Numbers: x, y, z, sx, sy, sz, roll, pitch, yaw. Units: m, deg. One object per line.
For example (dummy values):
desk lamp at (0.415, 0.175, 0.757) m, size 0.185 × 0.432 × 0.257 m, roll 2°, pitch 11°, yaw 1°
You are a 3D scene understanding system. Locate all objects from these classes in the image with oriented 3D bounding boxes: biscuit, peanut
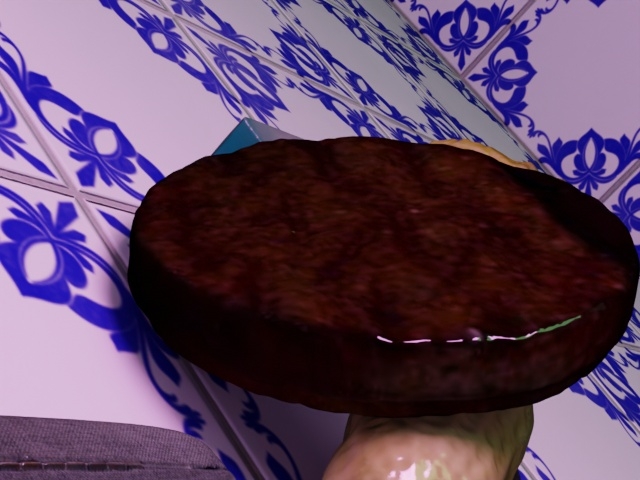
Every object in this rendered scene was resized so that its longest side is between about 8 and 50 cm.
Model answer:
biscuit at (0.048, 0.021, 1.032) m, size 0.407 × 0.091 × 0.407 m, roll 3°, pitch 23°, yaw -2°
peanut at (0.076, 0.172, 0.967) m, size 0.147 × 0.147 × 0.319 m, roll 42°, pitch 29°, yaw -1°

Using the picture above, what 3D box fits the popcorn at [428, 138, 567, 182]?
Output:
popcorn at (0.180, -0.001, 1.508) m, size 0.332 × 0.225 × 0.265 m, roll -7°, pitch 56°, yaw -53°

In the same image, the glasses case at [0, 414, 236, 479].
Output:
glasses case at (-0.161, 0.136, 0.532) m, size 0.074 × 0.131 × 0.323 m, roll 49°, pitch 18°, yaw 29°

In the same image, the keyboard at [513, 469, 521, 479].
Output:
keyboard at (0.180, 0.238, 1.261) m, size 0.053 × 0.010 × 0.155 m, roll 37°, pitch 18°, yaw -15°

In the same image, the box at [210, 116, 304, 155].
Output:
box at (0.000, 0.000, 1.294) m, size 0.245 × 0.092 × 0.153 m, roll 51°, pitch 19°, yaw 27°
